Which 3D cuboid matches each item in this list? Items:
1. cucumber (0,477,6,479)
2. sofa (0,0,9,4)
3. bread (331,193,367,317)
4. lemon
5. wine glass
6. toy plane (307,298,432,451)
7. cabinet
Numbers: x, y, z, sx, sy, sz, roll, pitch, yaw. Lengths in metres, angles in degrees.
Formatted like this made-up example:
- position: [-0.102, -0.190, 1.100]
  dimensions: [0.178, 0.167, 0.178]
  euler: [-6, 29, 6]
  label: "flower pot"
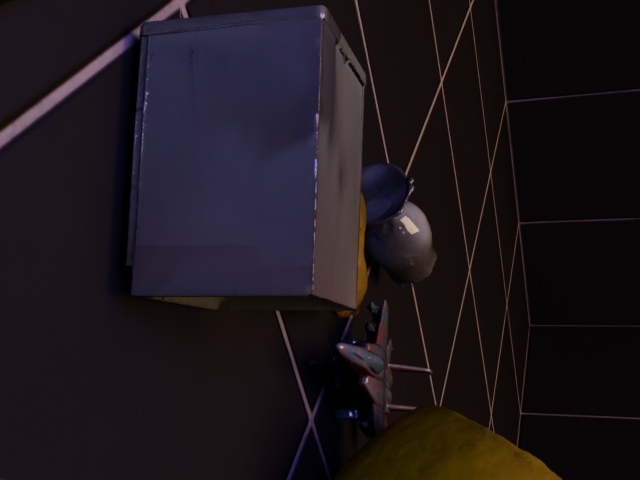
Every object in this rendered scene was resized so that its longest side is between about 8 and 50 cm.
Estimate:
- position: [-0.196, 0.127, 0.391]
  dimensions: [0.155, 0.037, 0.037]
  euler: [47, 45, -58]
  label: "cucumber"
- position: [-0.190, -0.165, 0.411]
  dimensions: [0.085, 0.060, 0.147]
  euler: [-52, -176, 35]
  label: "sofa"
- position: [0.000, 0.000, 0.866]
  dimensions: [0.233, 0.088, 0.160]
  euler: [36, 59, -68]
  label: "bread"
- position: [0.126, 0.376, 0.831]
  dimensions: [0.364, 0.364, 0.364]
  euler: [-2, 90, -70]
  label: "lemon"
- position: [0.106, -0.016, 1.122]
  dimensions: [0.222, 0.103, 0.103]
  euler: [54, 39, -57]
  label: "wine glass"
- position: [0.050, 0.160, 0.957]
  dimensions: [0.326, 0.104, 0.222]
  euler: [41, 50, -61]
  label: "toy plane"
- position: [-0.053, -0.051, 0.627]
  dimensions: [0.145, 0.150, 0.206]
  euler: [32, 59, -72]
  label: "cabinet"
